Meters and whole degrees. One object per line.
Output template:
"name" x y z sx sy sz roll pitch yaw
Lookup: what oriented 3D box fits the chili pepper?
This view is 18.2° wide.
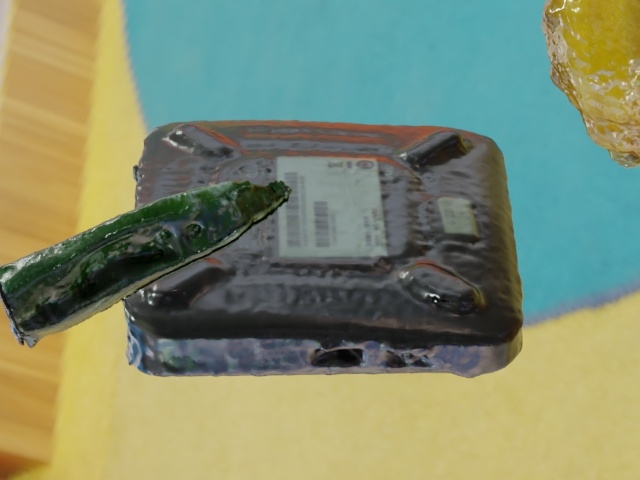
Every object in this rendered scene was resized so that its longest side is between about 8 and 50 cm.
"chili pepper" -0.125 0.007 1.444 0.088 0.226 0.059 93 153 -73

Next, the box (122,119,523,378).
"box" 0.000 0.000 1.790 0.359 0.350 0.091 -92 2 -56

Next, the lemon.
"lemon" 0.197 -0.132 1.143 0.142 0.142 0.187 26 109 58
